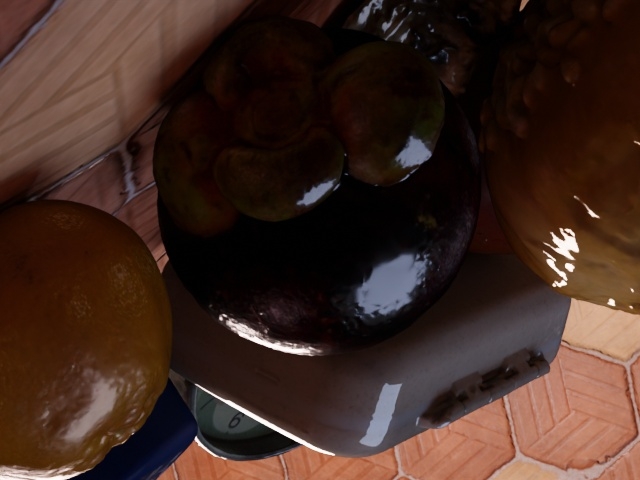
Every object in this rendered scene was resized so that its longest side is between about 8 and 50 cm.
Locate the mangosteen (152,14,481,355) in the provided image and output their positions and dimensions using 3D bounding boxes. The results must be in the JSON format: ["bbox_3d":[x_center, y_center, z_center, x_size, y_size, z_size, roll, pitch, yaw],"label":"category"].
[{"bbox_3d":[-0.004,-0.032,0.928,0.210,0.210,0.210,-41,175,-5],"label":"mangosteen"}]

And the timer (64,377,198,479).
[{"bbox_3d":[-0.149,0.277,1.288,0.270,0.383,0.270,-41,175,-4],"label":"timer"}]

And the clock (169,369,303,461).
[{"bbox_3d":[-0.025,0.095,1.660,0.319,0.066,0.319,-27,140,-25],"label":"clock"}]

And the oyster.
[{"bbox_3d":[0.052,-0.107,1.163,0.204,0.111,0.396,-40,172,-48],"label":"oyster"}]

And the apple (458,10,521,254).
[{"bbox_3d":[0.142,-0.088,1.354,0.234,0.234,0.234,-41,175,-5],"label":"apple"}]

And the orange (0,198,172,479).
[{"bbox_3d":[-0.149,0.057,0.839,0.159,0.136,0.159,-44,176,-4],"label":"orange"}]

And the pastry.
[{"bbox_3d":[0.277,-0.131,1.111,0.409,0.245,0.409,-44,169,-11],"label":"pastry"}]

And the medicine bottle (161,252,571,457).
[{"bbox_3d":[0.045,0.060,1.384,0.375,0.282,0.123,-18,126,-53],"label":"medicine bottle"}]
